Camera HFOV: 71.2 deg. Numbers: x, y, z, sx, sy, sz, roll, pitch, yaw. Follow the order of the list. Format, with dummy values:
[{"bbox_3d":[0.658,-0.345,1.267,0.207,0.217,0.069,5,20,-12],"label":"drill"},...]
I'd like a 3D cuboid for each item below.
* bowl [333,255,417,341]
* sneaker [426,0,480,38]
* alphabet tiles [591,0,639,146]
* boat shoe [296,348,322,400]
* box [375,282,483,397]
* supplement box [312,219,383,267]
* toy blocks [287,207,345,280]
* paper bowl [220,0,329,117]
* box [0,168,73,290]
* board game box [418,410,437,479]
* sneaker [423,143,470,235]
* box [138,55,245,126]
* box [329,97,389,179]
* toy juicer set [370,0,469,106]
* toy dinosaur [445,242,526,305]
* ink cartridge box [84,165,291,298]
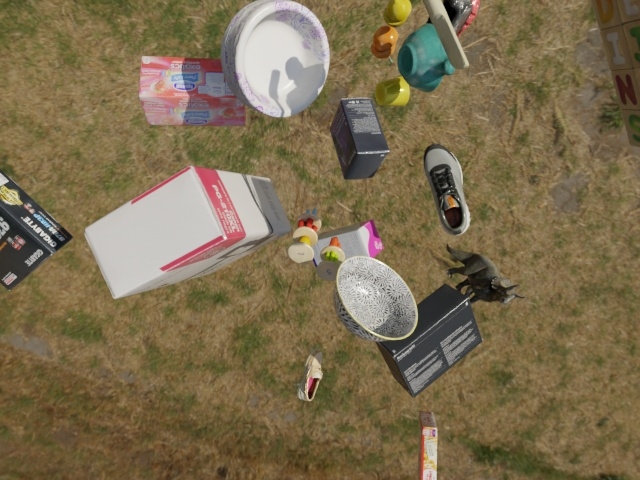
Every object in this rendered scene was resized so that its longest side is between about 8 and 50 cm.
[{"bbox_3d":[0.082,0.118,0.806,0.170,0.170,0.080,28,131,-14],"label":"bowl"},{"bbox_3d":[0.365,-0.619,1.362,0.135,0.097,0.276,-15,146,-35],"label":"sneaker"},{"bbox_3d":[0.393,-0.195,0.490,0.011,0.285,0.342,-22,105,13],"label":"alphabet tiles"},{"bbox_3d":[-0.022,0.443,1.468,0.063,0.059,0.169,27,75,-39],"label":"boat shoe"},{"bbox_3d":[0.301,0.273,1.232,0.261,0.103,0.184,-34,124,-12],"label":"box"},{"bbox_3d":[0.081,0.017,1.504,0.220,0.111,0.113,-16,101,38],"label":"supplement box"},{"bbox_3d":[0.000,0.000,0.932,0.123,0.148,0.054,34,126,-16],"label":"toy blocks"},{"bbox_3d":[-0.128,-0.483,1.192,0.284,0.148,0.284,-21,126,-31],"label":"paper bowl"},{"bbox_3d":[-0.545,-0.018,0.760,0.220,0.051,0.175,-24,114,36],"label":"box"},{"bbox_3d":[0.314,0.622,1.314,0.045,0.147,0.193,1,86,9],"label":"board game box"},{"bbox_3d":[0.359,-0.144,1.257,0.101,0.108,0.271,-17,91,17],"label":"sneaker"},{"bbox_3d":[-0.381,-0.450,1.366,0.300,0.142,0.153,-2,68,-9],"label":"box"},{"bbox_3d":[0.118,-0.319,1.411,0.108,0.153,0.206,-7,67,-17],"label":"box"},{"bbox_3d":[0.208,-0.414,0.930,0.090,0.329,0.209,-13,97,-18],"label":"toy juicer set"},{"bbox_3d":[0.506,0.119,1.424,0.160,0.313,0.121,-31,130,11],"label":"toy dinosaur"},{"bbox_3d":[-0.164,-0.015,0.627,0.172,0.237,0.100,-26,87,15],"label":"ink cartridge box"}]
